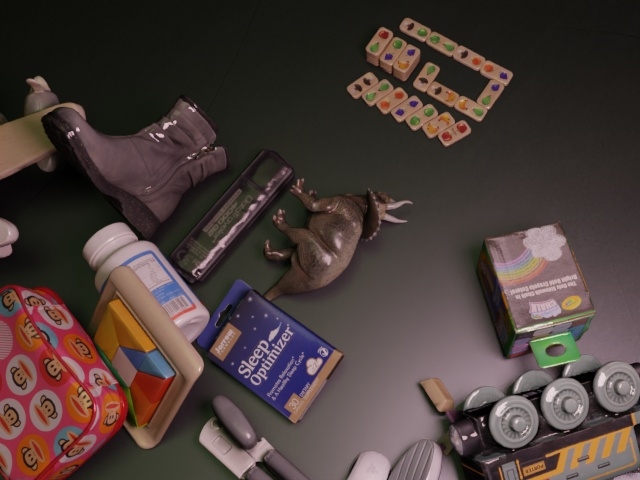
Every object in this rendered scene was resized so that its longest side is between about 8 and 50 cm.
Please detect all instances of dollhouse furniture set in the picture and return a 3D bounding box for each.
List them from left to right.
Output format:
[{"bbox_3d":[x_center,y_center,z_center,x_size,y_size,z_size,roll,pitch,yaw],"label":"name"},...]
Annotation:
[{"bbox_3d":[0.201,0.285,1.456,0.081,0.091,0.114,-57,44,26],"label":"dollhouse furniture set"}]

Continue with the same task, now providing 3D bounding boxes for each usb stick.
[{"bbox_3d":[-0.154,-0.045,1.578,0.077,0.045,0.278,38,77,8],"label":"usb stick"}]

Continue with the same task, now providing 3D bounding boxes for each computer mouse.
[{"bbox_3d":[0.054,0.417,1.401,0.106,0.042,0.193,18,73,11],"label":"computer mouse"}]

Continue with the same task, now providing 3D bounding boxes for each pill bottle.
[{"bbox_3d":[-0.295,0.079,1.502,0.124,0.124,0.221,-38,72,-9],"label":"pill bottle"}]

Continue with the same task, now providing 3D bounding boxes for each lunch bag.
[{"bbox_3d":[-0.472,0.244,1.437,0.258,0.120,0.293,-43,72,13],"label":"lunch bag"}]

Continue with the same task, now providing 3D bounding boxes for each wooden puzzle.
[{"bbox_3d":[-0.298,0.190,1.427,0.044,0.239,0.221,-21,64,-47],"label":"wooden puzzle"}]

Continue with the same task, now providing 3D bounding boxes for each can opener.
[{"bbox_3d":[-0.082,0.355,1.396,0.280,0.093,0.074,38,66,24],"label":"can opener"}]

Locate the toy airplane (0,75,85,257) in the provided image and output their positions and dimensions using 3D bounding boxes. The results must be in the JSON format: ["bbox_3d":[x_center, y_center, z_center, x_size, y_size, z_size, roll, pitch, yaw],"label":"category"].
[{"bbox_3d":[-0.614,-0.147,1.558,0.386,0.272,0.384,27,112,4],"label":"toy airplane"}]

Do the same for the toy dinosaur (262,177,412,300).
[{"bbox_3d":[0.000,0.000,1.513,0.160,0.121,0.313,33,73,21],"label":"toy dinosaur"}]

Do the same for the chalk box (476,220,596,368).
[{"bbox_3d":[0.345,0.101,1.437,0.132,0.132,0.213,-13,66,-2],"label":"chalk box"}]

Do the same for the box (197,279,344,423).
[{"bbox_3d":[-0.090,0.178,1.482,0.225,0.036,0.136,34,93,15],"label":"box"}]

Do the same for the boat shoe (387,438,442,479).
[{"bbox_3d":[0.138,0.419,1.383,0.076,0.083,0.226,35,74,-31],"label":"boat shoe"}]

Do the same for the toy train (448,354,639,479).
[{"bbox_3d":[0.357,0.293,1.360,0.333,0.142,0.190,-15,93,-15],"label":"toy train"}]

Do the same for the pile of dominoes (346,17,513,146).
[{"bbox_3d":[0.196,-0.295,1.644,0.251,0.040,0.196,31,75,14],"label":"pile of dominoes"}]

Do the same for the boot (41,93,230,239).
[{"bbox_3d":[-0.293,-0.167,1.486,0.223,0.338,0.118,-46,61,-9],"label":"boot"}]
